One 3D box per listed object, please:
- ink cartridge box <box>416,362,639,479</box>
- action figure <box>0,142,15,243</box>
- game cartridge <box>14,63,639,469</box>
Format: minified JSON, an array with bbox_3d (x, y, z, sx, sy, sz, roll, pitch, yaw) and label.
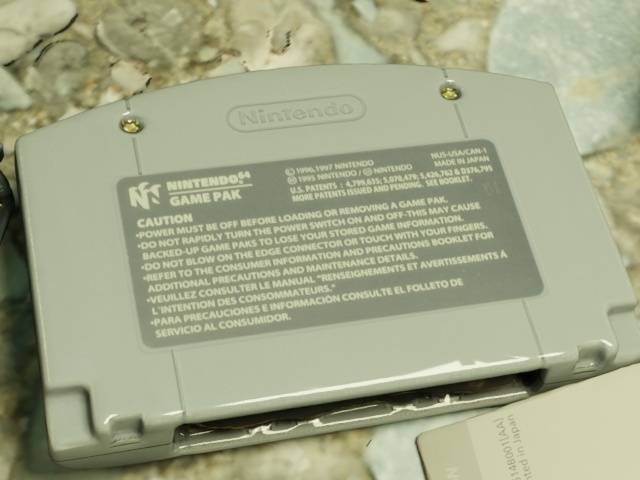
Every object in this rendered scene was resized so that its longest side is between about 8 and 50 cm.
[{"bbox_3d":[0.205,0.184,0.551,0.261,0.066,0.296,-22,59,15],"label":"ink cartridge box"},{"bbox_3d":[-0.253,0.065,0.545,0.341,0.178,0.330,-41,79,-19],"label":"action figure"},{"bbox_3d":[0.000,0.000,0.646,0.297,0.062,0.198,-7,56,-12],"label":"game cartridge"}]
